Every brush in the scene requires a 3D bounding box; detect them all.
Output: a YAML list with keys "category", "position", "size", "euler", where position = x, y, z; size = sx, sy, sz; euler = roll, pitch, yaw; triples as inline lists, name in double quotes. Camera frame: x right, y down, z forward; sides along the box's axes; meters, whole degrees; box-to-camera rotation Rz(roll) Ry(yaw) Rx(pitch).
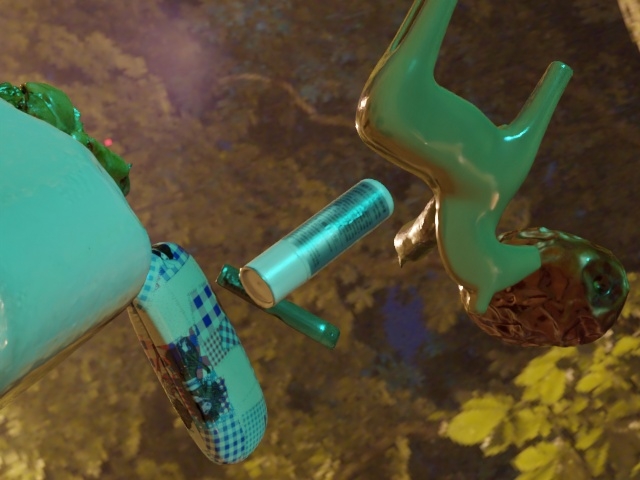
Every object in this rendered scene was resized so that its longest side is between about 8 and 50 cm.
- category: "brush"
  position: [-0.053, 0.088, 1.654]
  size: [0.190, 0.034, 0.027]
  euler: [32, -26, -13]

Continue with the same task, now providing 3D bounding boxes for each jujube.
- category: "jujube"
  position: [0.307, 0.064, 1.691]
  size: [0.250, 0.174, 0.174]
  euler: [-10, -79, 56]

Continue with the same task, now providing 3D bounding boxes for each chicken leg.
- category: "chicken leg"
  position: [-0.236, -0.080, 1.073]
  size: [0.103, 0.228, 0.088]
  euler: [-40, -123, 22]

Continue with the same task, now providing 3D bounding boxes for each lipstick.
- category: "lipstick"
  position: [0.000, 0.000, 0.966]
  size: [0.040, 0.141, 0.040]
  euler: [36, -33, 29]

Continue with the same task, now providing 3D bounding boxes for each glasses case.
- category: "glasses case"
  position: [-0.165, 0.155, 1.650]
  size: [0.076, 0.125, 0.327]
  euler: [-8, -64, 38]

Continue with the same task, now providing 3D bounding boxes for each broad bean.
- category: "broad bean"
  position: [0.167, -0.013, 1.938]
  size: [0.061, 0.077, 0.339]
  euler: [26, -21, -6]

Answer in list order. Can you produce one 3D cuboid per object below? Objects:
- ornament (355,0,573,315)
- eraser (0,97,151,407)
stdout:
- category: "ornament"
  position: [0.134, -0.077, 1.105]
  size: [0.230, 0.245, 0.061]
  euler: [31, -10, -20]
- category: "eraser"
  position: [-0.281, 0.046, 0.613]
  size: [0.331, 0.150, 0.331]
  euler: [5, -73, 18]
